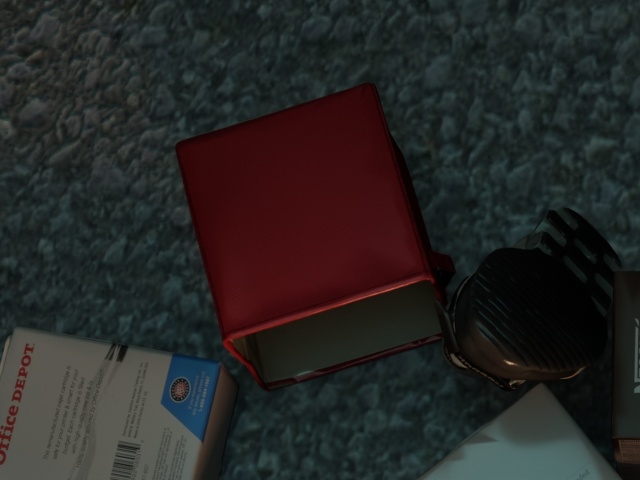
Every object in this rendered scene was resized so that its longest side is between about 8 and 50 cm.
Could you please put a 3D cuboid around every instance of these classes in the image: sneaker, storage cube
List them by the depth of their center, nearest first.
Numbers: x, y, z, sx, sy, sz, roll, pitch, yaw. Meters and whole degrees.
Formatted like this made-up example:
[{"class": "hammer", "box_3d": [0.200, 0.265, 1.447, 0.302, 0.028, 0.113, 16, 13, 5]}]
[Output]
[{"class": "sneaker", "box_3d": [0.157, 0.077, 1.668, 0.146, 0.330, 0.122, -42, 84, 21]}, {"class": "storage cube", "box_3d": [0.000, 0.000, 1.780, 0.215, 0.184, 0.193, -18, 69, 5]}]

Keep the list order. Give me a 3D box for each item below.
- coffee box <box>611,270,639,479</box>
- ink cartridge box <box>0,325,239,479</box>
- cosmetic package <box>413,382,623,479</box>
[{"class": "coffee box", "box_3d": [0.293, 0.121, 1.654, 0.098, 0.246, 0.141, 0, 73, 10]}, {"class": "ink cartridge box", "box_3d": [-0.193, 0.172, 1.812, 0.203, 0.086, 0.148, 9, 75, 14]}, {"class": "cosmetic package", "box_3d": [0.188, 0.247, 1.685, 0.151, 0.151, 0.184, -37, 71, -3]}]
